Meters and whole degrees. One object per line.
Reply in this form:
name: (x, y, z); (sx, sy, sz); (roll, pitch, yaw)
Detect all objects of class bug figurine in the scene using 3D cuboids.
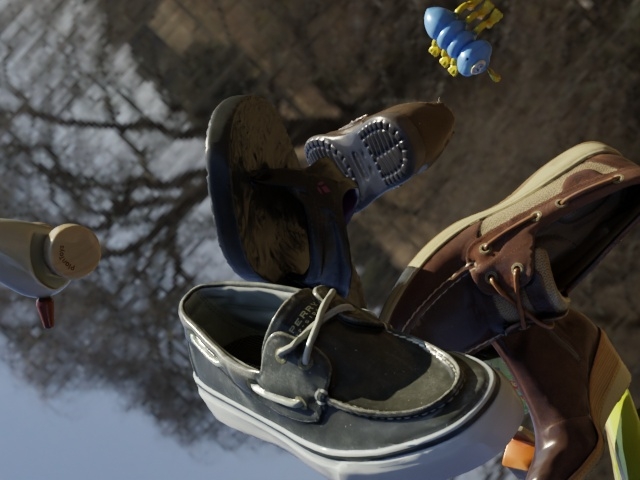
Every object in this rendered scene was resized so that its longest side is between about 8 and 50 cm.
bug figurine: (0.158, -0.306, 1.255); (0.216, 0.279, 0.072); (45, -149, 17)

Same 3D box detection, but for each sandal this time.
sandal: (0.001, -0.001, 1.244); (0.446, 0.107, 0.167); (58, -147, -56)

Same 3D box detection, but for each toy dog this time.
toy dog: (-0.494, 0.046, 1.826); (0.333, 0.161, 0.220); (4, 179, -12)

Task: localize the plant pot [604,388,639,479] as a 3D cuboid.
plant pot: (0.456, 0.289, 1.456); (0.227, 0.207, 0.228); (-90, -14, -59)

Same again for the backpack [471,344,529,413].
backpack: (0.225, 0.192, 1.695); (0.152, 0.182, 0.115); (114, 143, -75)

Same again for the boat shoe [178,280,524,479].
boat shoe: (-0.004, 0.096, 0.931); (0.335, 0.121, 0.119); (2, 129, 47)

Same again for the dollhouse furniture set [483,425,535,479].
dollhouse furniture set: (0.316, 0.396, 1.727); (0.259, 0.262, 0.135); (5, 159, 41)

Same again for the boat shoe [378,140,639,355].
boat shoe: (0.209, 0.032, 1.299); (0.123, 0.342, 0.123); (56, 174, -28)

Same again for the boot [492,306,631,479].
boot: (0.236, 0.158, 1.411); (0.207, 0.248, 0.090); (44, 139, -5)

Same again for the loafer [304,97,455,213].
loafer: (0.094, -0.127, 1.873); (0.366, 0.130, 0.134); (-8, 107, 66)
